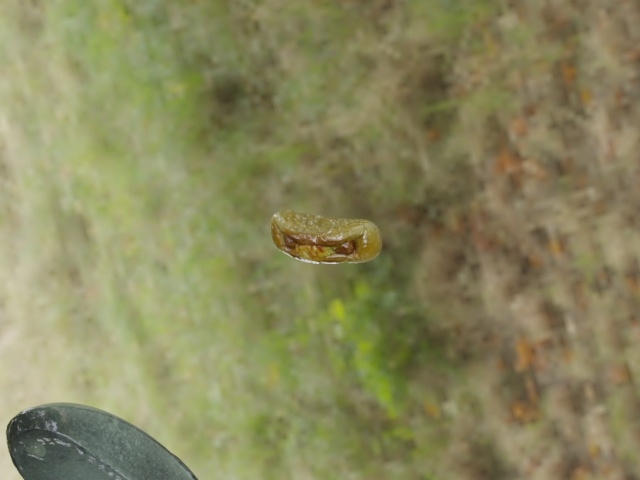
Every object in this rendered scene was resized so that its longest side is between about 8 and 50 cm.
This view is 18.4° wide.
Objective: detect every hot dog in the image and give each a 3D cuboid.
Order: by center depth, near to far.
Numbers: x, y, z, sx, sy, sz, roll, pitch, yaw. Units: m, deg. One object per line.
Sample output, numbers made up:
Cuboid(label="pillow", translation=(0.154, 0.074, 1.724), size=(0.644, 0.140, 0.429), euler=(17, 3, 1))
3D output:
Cuboid(label="hot dog", translation=(0.000, 0.000, 1.464), size=(0.034, 0.090, 0.030), euler=(-48, -42, -51))

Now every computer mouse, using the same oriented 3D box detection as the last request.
Cuboid(label="computer mouse", translation=(-0.165, 0.207, 1.679), size=(0.229, 0.113, 0.068), euler=(42, -140, -15))
